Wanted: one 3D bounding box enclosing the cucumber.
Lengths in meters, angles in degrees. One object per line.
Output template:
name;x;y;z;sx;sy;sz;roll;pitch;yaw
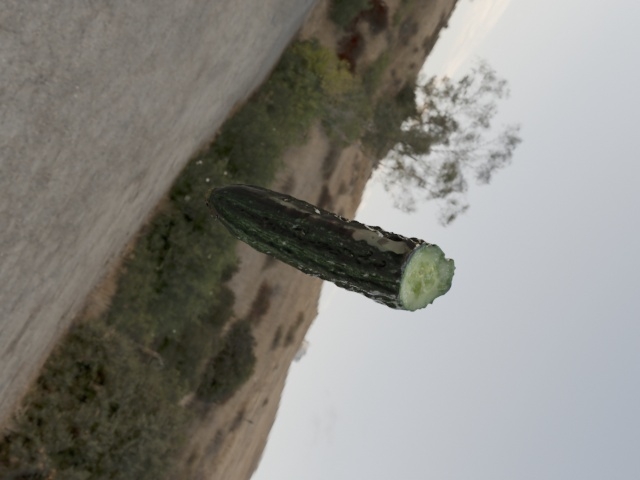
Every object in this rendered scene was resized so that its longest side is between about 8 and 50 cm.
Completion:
cucumber;0.000;0.001;0.666;0.077;0.265;0.077;-44;145;-43
